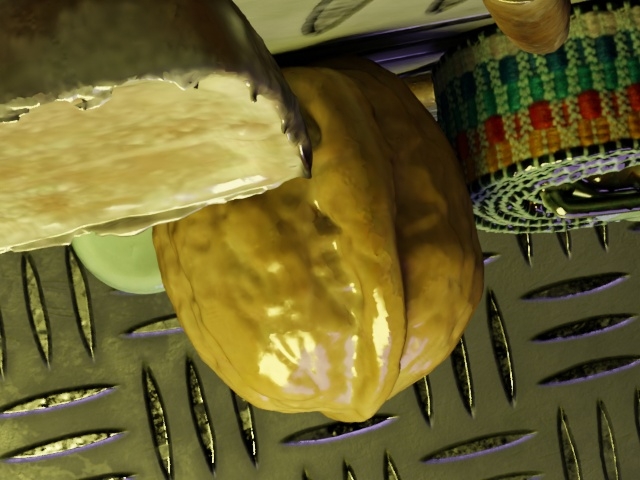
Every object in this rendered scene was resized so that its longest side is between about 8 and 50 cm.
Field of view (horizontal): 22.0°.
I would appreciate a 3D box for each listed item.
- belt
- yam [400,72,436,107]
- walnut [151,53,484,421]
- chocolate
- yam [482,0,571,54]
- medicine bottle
[{"bbox_3d":[0.216,-0.088,1.233,0.257,0.150,0.207,-7,165,-7],"label":"belt"},{"bbox_3d":[0.042,-0.118,1.408,0.145,0.032,0.032,-11,180,34],"label":"yam"},{"bbox_3d":[0.000,0.000,1.145,0.224,0.257,0.257,-12,179,-24],"label":"walnut"},{"bbox_3d":[-0.163,-0.050,0.706,0.303,0.101,0.185,-15,169,8],"label":"chocolate"},{"bbox_3d":[0.113,-0.132,0.900,0.046,0.046,0.264,-12,178,10],"label":"yam"},{"bbox_3d":[-0.122,-0.028,1.463,0.139,0.139,0.225,-12,179,17],"label":"medicine bottle"}]
